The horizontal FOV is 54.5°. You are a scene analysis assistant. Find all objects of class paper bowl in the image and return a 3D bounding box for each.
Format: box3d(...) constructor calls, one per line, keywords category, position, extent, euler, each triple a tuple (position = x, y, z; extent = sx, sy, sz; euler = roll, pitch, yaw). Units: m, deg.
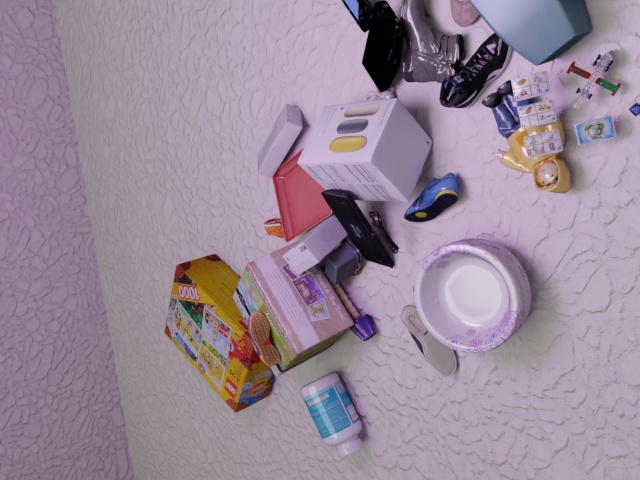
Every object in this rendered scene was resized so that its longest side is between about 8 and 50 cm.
box3d(category="paper bowl", position=(0.396, 0.134, 1.599), extent=(0.284, 0.148, 0.284), euler=(10, 106, 35))

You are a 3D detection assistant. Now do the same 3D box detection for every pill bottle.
box3d(category="pill bottle", position=(0.047, 0.595, 2.118), extent=(0.146, 0.146, 0.264), euler=(-37, 75, 45))

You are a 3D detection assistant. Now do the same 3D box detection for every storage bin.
box3d(category="storage bin", position=(0.068, 0.077, 1.939), extent=(0.098, 0.091, 0.135), euler=(45, 156, 26))

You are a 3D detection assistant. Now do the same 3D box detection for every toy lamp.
box3d(category="toy lamp", position=(0.084, 0.200, 2.007), extent=(0.275, 0.080, 0.080), euler=(56, 134, 17))

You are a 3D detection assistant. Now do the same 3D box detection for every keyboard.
box3d(category="keyboard", position=(0.136, -0.030, 1.789), extent=(0.201, 0.033, 0.317), euler=(17, 152, 46))

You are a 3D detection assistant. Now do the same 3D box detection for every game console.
box3d(category="game console", position=(0.120, -0.598, 1.697), extent=(0.213, 0.044, 0.361), euler=(102, 145, -60))

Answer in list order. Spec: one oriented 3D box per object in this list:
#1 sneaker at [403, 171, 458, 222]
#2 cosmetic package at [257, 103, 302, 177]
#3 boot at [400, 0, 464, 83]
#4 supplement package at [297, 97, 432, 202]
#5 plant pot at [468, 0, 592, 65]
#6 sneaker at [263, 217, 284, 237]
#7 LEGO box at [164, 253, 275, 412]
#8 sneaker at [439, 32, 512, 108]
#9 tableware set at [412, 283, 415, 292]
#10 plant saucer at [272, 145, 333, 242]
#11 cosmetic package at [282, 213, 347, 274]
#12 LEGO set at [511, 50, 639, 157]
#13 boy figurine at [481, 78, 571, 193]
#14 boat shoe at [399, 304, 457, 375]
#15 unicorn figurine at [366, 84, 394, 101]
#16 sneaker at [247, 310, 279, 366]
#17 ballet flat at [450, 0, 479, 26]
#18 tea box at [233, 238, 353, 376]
box3d(category="sneaker", position=(0.304, -0.116, 1.703), extent=(0.209, 0.069, 0.082), euler=(-39, 41, 54))
box3d(category="cosmetic package", position=(-0.137, -0.326, 2.053), extent=(0.239, 0.060, 0.099), euler=(-52, 31, 42))
box3d(category="boot", position=(0.293, -0.516, 1.577), extent=(0.161, 0.083, 0.247), euler=(13, 119, 38))
box3d(category="supplement package", position=(0.121, -0.239, 1.687), extent=(0.262, 0.198, 0.199), euler=(6, 65, 44))
box3d(category="plant pot", position=(0.461, -0.508, 1.341), extent=(0.165, 0.165, 0.234), euler=(-38, 81, 45))
box3d(category="sneaker", position=(-0.126, -0.041, 2.169), extent=(0.175, 0.064, 0.067), euler=(6, 126, 50))
box3d(category="LEGO box", position=(-0.379, 0.352, 2.442), extent=(0.500, 0.193, 0.373), euler=(39, 127, 31))
box3d(category="sneaker", position=(0.367, -0.403, 1.494), extent=(0.079, 0.121, 0.217), euler=(49, 132, 22))
box3d(category="tableware set", position=(0.330, 0.139, 1.778), extent=(0.154, 0.024, 0.104), euler=(-43, 68, 45))
box3d(category="plant saucer", position=(-0.050, -0.155, 2.018), extent=(0.258, 0.047, 0.259), euler=(-31, 66, 46))
box3d(category="cosmetic package", position=(0.000, 0.000, 1.908), extent=(0.085, 0.231, 0.117), euler=(51, 137, -6))
box3d(category="LEGO set", position=(0.557, -0.296, 1.348), extent=(0.244, 0.060, 0.183), euler=(-12, 99, 27))
box3d(category="boy figurine", position=(0.485, -0.227, 1.453), extent=(0.177, 0.092, 0.285), euler=(-33, 76, 39))
box3d(category="boat shoe", position=(0.317, 0.287, 1.811), extent=(0.084, 0.079, 0.233), euler=(-36, 84, 2))
box3d(category="unicorn figurine", position=(0.182, -0.362, 1.738), extent=(0.111, 0.060, 0.162), euler=(-1, 96, 35))
box3d(category="sneaker", position=(-0.193, 0.307, 1.952), extent=(0.084, 0.069, 0.186), euler=(6, 115, 60))
box3d(category="ballet flat", position=(0.350, -0.660, 1.442), extent=(0.107, 0.106, 0.316), euler=(32, 124, 35))
box3d(category="tea box", position=(-0.102, 0.227, 2.045), extent=(0.329, 0.220, 0.323), euler=(58, 153, 15))
